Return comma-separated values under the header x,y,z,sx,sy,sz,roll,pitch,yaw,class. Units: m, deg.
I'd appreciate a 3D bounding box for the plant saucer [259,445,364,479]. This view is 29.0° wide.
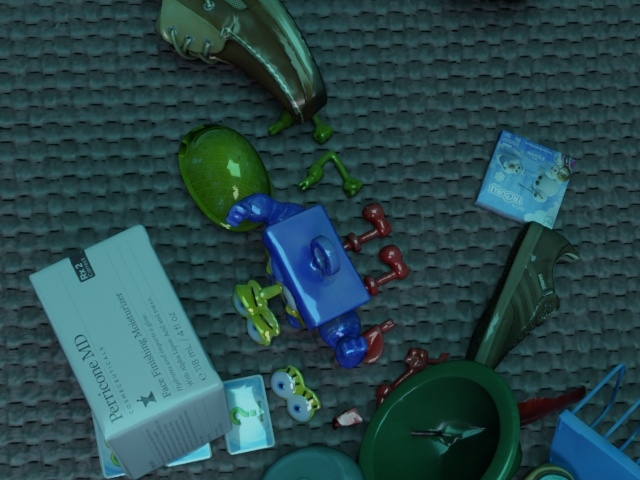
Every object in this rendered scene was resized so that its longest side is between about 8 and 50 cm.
x,y,z,sx,sy,sz,roll,pitch,yaw,class
-0.015,0.249,1.218,0.119,0.021,0.119,-12,47,13,plant saucer

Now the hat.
x,y,z,sx,sy,sz,roll,pitch,yaw,class
0.171,0.229,1.255,0.208,0.183,0.173,-33,46,18,hat

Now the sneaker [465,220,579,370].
x,y,z,sx,sy,sz,roll,pitch,yaw,class
0.218,0.072,1.321,0.071,0.066,0.188,26,77,-1,sneaker

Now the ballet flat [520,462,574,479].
x,y,z,sx,sy,sz,roll,pitch,yaw,class
0.214,0.342,1.260,0.080,0.073,0.232,16,83,-7,ballet flat

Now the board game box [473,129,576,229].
x,y,z,sx,sy,sz,roll,pitch,yaw,class
0.227,-0.065,1.375,0.090,0.020,0.090,22,78,-2,board game box

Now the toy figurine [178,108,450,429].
x,y,z,sx,sy,sz,roll,pitch,yaw,class
0.000,0.000,1.235,0.191,0.217,0.363,-24,82,-11,toy figurine

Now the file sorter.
x,y,z,sx,sy,sz,roll,pitch,yaw,class
0.330,0.224,1.246,0.170,0.118,0.104,38,63,25,file sorter

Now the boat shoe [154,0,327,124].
x,y,z,sx,sy,sz,roll,pitch,yaw,class
-0.121,-0.246,1.334,0.120,0.122,0.324,-37,75,-6,boat shoe

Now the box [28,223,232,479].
x,y,z,sx,sy,sz,roll,pitch,yaw,class
-0.178,0.112,1.196,0.119,0.182,0.181,-26,71,-11,box

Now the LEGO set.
x,y,z,sx,sy,sz,roll,pitch,yaw,class
-0.127,0.268,1.245,0.182,0.060,0.244,-10,79,-5,LEGO set
